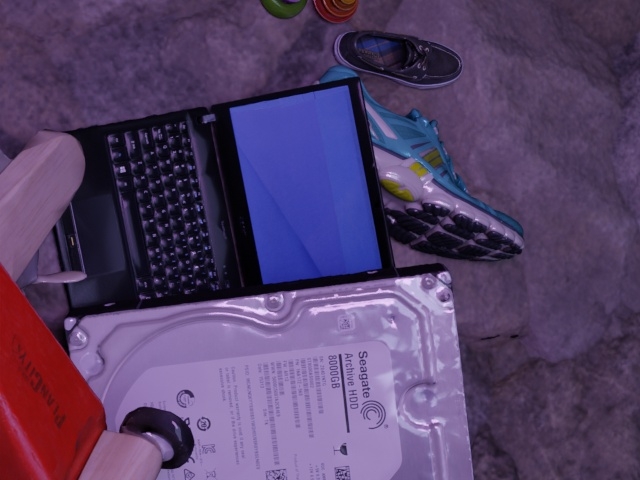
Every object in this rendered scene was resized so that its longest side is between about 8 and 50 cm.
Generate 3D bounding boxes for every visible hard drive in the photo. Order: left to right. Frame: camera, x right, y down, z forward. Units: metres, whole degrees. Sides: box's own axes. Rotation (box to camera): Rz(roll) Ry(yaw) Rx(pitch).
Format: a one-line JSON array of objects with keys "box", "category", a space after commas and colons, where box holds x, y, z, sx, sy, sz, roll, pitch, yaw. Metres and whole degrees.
[{"box": [-0.041, 0.156, 1.475, 0.338, 0.064, 0.237, -6, 98, -2], "category": "hard drive"}]

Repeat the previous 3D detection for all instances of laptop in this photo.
[{"box": [-0.088, -0.005, 1.497, 0.264, 0.136, 0.234, -12, 94, -26], "category": "laptop"}]

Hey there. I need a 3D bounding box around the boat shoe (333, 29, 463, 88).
[{"box": [0.081, -0.177, 1.638, 0.142, 0.040, 0.049, 6, 86, -26], "category": "boat shoe"}]

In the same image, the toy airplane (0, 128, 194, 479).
[{"box": [-0.298, 0.087, 1.260, 0.386, 0.272, 0.384, 8, 77, -59], "category": "toy airplane"}]

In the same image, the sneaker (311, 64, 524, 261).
[{"box": [0.096, -0.068, 1.614, 0.275, 0.107, 0.110, 34, 60, -25], "category": "sneaker"}]

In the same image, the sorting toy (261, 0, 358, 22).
[{"box": [-0.005, -0.240, 1.595, 0.102, 0.042, 0.061, 3, 88, -26], "category": "sorting toy"}]
